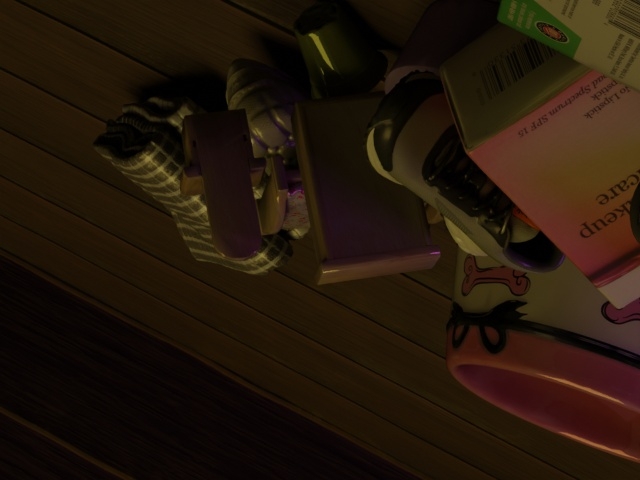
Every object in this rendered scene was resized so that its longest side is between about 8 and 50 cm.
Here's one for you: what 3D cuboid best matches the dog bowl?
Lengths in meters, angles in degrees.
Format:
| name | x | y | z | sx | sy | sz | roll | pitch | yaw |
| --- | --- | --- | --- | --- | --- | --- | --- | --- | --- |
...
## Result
| name | x | y | z | sx | sy | sz | roll | pitch | yaw |
| --- | --- | --- | --- | --- | --- | --- | --- | --- | --- |
| dog bowl | 0.316 | 0.129 | 1.720 | 0.408 | 0.150 | 0.408 | 22 | 169 | 5 |

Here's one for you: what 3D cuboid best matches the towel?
| name | x | y | z | sx | sy | sz | roll | pitch | yaw |
| --- | --- | --- | --- | --- | --- | --- | --- | --- | --- |
| towel | -0.155 | -0.070 | 1.995 | 0.235 | 0.121 | 0.283 | 40 | 170 | -19 |

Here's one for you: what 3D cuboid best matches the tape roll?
| name | x | y | z | sx | sy | sz | roll | pitch | yaw |
| --- | --- | --- | --- | --- | --- | --- | --- | --- | --- |
| tape roll | 0.158 | -0.132 | 1.454 | 0.189 | 0.080 | 0.189 | 26 | 163 | 9 |

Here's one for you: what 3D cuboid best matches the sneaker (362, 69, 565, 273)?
| name | x | y | z | sx | sy | sz | roll | pitch | yaw |
| --- | --- | --- | --- | --- | --- | --- | --- | --- | --- |
| sneaker | 0.134 | -0.056 | 1.383 | 0.108 | 0.100 | 0.271 | 33 | 176 | 43 |

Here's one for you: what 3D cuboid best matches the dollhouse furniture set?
| name | x | y | z | sx | sy | sz | roll | pitch | yaw |
| --- | --- | --- | --- | --- | --- | --- | --- | --- | --- |
| dollhouse furniture set | 0.000 | 0.000 | 1.661 | 0.303 | 0.174 | 0.355 | -7 | 162 | -11 |

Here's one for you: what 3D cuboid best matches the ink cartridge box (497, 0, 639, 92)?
| name | x | y | z | sx | sy | sz | roll | pitch | yaw |
| --- | --- | --- | --- | --- | --- | --- | --- | --- | --- |
| ink cartridge box | 0.276 | -0.159 | 1.065 | 0.289 | 0.121 | 0.211 | 28 | 173 | 5 |

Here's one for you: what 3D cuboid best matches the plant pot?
| name | x | y | z | sx | sy | sz | roll | pitch | yaw |
| --- | --- | --- | --- | --- | --- | --- | --- | --- | --- |
| plant pot | 0.012 | -0.187 | 1.557 | 0.083 | 0.083 | 0.079 | 13 | 145 | 44 |

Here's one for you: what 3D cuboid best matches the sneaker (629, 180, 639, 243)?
| name | x | y | z | sx | sy | sz | roll | pitch | yaw |
| --- | --- | --- | --- | --- | --- | --- | --- | --- | --- |
| sneaker | 0.392 | -0.023 | 1.224 | 0.297 | 0.111 | 0.129 | -6 | 150 | 19 |

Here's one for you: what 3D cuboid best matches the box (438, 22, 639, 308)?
| name | x | y | z | sx | sy | sz | roll | pitch | yaw |
| --- | --- | --- | --- | --- | --- | --- | --- | --- | --- |
| box | 0.227 | -0.079 | 1.301 | 0.232 | 0.148 | 0.127 | 42 | -157 | -34 |

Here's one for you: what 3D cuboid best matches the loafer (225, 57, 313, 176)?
| name | x | y | z | sx | sy | sz | roll | pitch | yaw |
| --- | --- | --- | --- | --- | --- | --- | --- | --- | --- |
| loafer | -0.020 | -0.109 | 1.806 | 0.111 | 0.112 | 0.319 | 66 | -173 | 25 |
